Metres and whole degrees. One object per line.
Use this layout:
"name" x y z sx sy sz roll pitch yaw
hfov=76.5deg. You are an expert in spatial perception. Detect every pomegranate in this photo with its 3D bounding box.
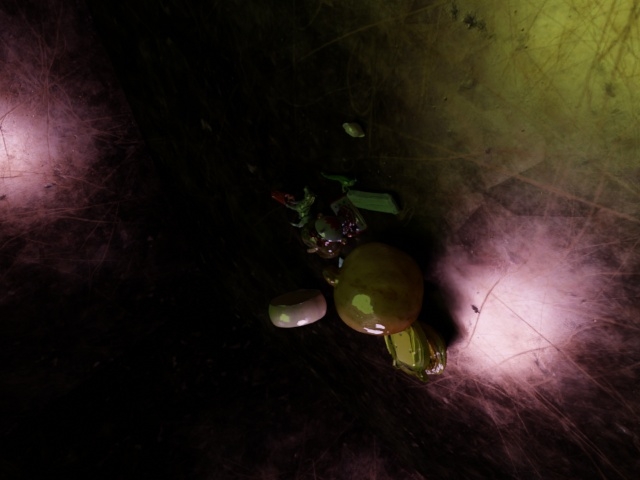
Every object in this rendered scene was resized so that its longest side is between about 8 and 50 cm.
"pomegranate" 0.202 0.186 1.621 0.410 0.410 0.409 35 146 28

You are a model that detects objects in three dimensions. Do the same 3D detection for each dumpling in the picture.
"dumpling" 0.115 -0.390 1.448 0.057 0.076 0.052 -32 72 56

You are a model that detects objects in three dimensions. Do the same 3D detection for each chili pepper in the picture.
"chili pepper" -0.205 -0.226 2.077 0.169 0.064 0.088 28 169 47

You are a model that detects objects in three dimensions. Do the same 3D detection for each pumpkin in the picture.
"pumpkin" 0.000 0.000 1.898 0.219 0.162 0.219 37 166 11

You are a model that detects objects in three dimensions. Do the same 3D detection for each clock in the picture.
"clock" 0.381 0.445 1.770 0.277 0.071 0.293 12 114 63

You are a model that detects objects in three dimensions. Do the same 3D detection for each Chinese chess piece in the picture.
"Chinese chess piece" -0.134 0.389 2.367 0.338 0.339 0.140 -3 101 55

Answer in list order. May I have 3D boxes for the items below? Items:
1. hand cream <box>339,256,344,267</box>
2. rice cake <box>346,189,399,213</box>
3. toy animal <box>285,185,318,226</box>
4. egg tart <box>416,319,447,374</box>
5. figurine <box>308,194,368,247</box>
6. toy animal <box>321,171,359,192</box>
"hand cream" 0.208 0.196 1.957 0.331 0.058 0.085 33 147 29
"rice cake" 0.204 -0.153 1.586 0.226 0.040 0.085 15 152 45
"toy animal" -0.095 -0.155 1.969 0.170 0.090 0.254 31 147 26
"egg tart" 0.467 0.464 1.834 0.290 0.116 0.290 35 139 36
"figurine" 0.051 -0.050 1.736 0.183 0.226 0.160 55 149 -6
"toy animal" 0.083 -0.240 1.677 0.217 0.041 0.074 21 141 48
